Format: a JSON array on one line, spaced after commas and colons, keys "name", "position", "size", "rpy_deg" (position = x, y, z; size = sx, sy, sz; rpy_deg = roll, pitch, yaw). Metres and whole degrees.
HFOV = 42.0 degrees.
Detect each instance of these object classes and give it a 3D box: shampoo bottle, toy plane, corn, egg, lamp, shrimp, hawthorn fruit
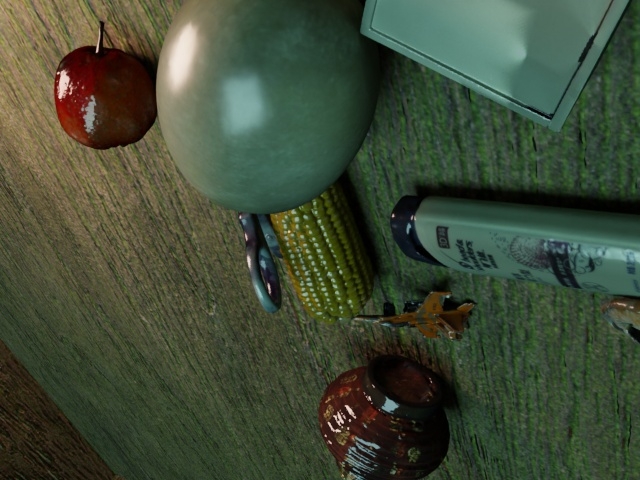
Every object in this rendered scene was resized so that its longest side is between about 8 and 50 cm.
[{"name": "shampoo bottle", "position": [0.265, 0.009, 1.056], "size": [0.359, 0.078, 0.134], "rpy_deg": [8, 149, 37]}, {"name": "toy plane", "position": [0.144, 0.113, 1.295], "size": [0.188, 0.062, 0.135], "rpy_deg": [8, 143, 8]}, {"name": "corn", "position": [0.000, 0.000, 1.250], "size": [0.130, 0.130, 0.347], "rpy_deg": [14, 140, 31]}, {"name": "egg", "position": [-0.062, -0.170, 0.961], "size": [0.258, 0.258, 0.352], "rpy_deg": [35, 158, 1]}, {"name": "lamp", "position": [0.111, 0.328, 1.474], "size": [0.246, 0.247, 0.247], "rpy_deg": [25, 146, 18]}, {"name": "shrimp", "position": [0.430, 0.127, 1.042], "size": [0.223, 0.048, 0.126], "rpy_deg": [37, 166, -35]}, {"name": "hawthorn fruit", "position": [-0.324, -0.232, 1.251], "size": [0.156, 0.157, 0.194], "rpy_deg": [19, 126, 26]}]

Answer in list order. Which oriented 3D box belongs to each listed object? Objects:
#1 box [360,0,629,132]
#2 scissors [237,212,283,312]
[{"name": "box", "position": [0.176, -0.259, 0.759], "size": [0.225, 0.117, 0.225], "rpy_deg": [30, 147, 12]}, {"name": "scissors", "position": [-0.126, -0.098, 1.212], "size": [0.029, 0.256, 0.384], "rpy_deg": [-17, 114, 11]}]
